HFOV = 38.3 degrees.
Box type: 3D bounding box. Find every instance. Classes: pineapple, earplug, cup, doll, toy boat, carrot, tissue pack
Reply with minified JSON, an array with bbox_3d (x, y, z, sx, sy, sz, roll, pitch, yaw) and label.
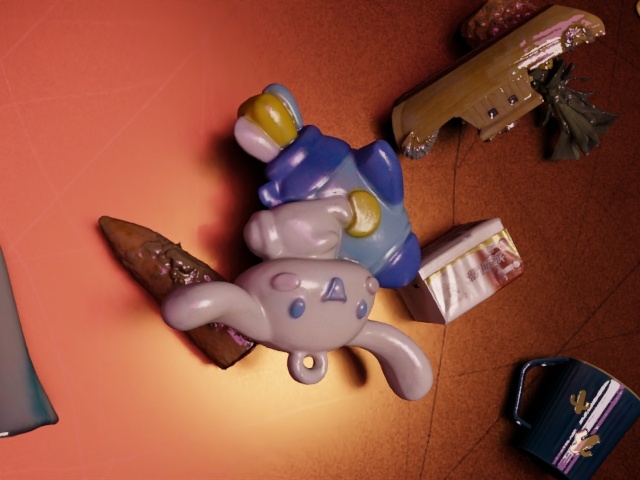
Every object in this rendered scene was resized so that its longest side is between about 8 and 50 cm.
[{"bbox_3d":[0.324,-0.241,1.371,0.130,0.119,0.277,-38,96,27],"label":"pineapple"},{"bbox_3d":[-0.426,0.074,1.068,0.185,0.185,0.324,-10,83,-19],"label":"earplug"},{"bbox_3d":[0.357,0.259,1.348,0.176,0.131,0.155,32,79,16],"label":"cup"},{"bbox_3d":[0.007,-0.001,1.162,0.376,0.187,0.365,30,62,-48],"label":"doll"},{"bbox_3d":[0.247,-0.214,1.282,0.321,0.089,0.121,-31,97,15],"label":"toy boat"},{"bbox_3d":[-0.183,0.058,1.188,0.263,0.102,0.102,42,74,-8],"label":"carrot"},{"bbox_3d":[0.194,0.045,1.307,0.148,0.106,0.099,-31,96,-18],"label":"tissue pack"}]

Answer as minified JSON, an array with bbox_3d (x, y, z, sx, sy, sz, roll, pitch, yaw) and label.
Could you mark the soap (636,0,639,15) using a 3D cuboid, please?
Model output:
[{"bbox_3d":[0.555,-0.389,1.512,0.089,0.012,0.034,-25,94,-19],"label":"soap"}]
